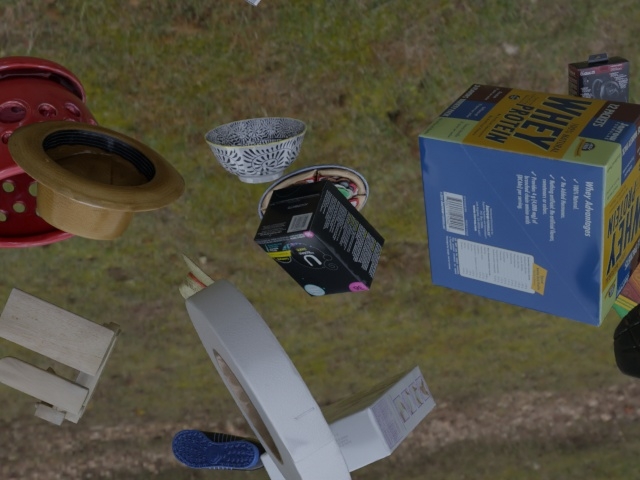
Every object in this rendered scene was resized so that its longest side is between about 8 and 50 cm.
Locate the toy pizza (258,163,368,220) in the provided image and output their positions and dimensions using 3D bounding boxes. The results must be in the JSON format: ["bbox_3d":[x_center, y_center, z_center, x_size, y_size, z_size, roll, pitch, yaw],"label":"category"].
[{"bbox_3d":[-0.010,-0.063,1.672,0.201,0.032,0.201,-10,147,-7],"label":"toy pizza"}]

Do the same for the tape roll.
[{"bbox_3d":[-0.083,0.239,1.458,0.072,0.392,0.392,-30,141,-13],"label":"tape roll"}]

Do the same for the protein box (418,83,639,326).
[{"bbox_3d":[0.233,-0.043,1.024,0.201,0.136,0.200,14,130,32],"label":"protein box"}]

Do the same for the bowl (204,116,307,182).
[{"bbox_3d":[-0.102,-0.143,1.545,0.170,0.170,0.080,-9,112,-9],"label":"bowl"}]

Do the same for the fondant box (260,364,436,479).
[{"bbox_3d":[0.063,0.359,1.794,0.238,0.096,0.330,-28,176,21],"label":"fondant box"}]

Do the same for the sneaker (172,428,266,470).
[{"bbox_3d":[-0.205,0.448,1.990,0.232,0.081,0.090,2,166,34],"label":"sneaker"}]

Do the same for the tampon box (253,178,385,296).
[{"bbox_3d":[0.000,0.000,1.465,0.120,0.101,0.161,-10,138,39],"label":"tampon box"}]

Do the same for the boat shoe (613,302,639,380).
[{"bbox_3d":[0.516,0.112,1.144,0.120,0.123,0.324,23,150,-31],"label":"boat shoe"}]

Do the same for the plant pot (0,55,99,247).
[{"bbox_3d":[-0.345,-0.109,1.102,0.191,0.174,0.191,-16,159,-6],"label":"plant pot"}]

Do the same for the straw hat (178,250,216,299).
[{"bbox_3d":[-0.218,0.089,1.700,0.061,0.144,0.144,-49,136,-4],"label":"straw hat"}]

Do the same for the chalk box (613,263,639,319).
[{"bbox_3d":[0.513,-0.032,1.540,0.180,0.289,0.179,-39,178,32],"label":"chalk box"}]

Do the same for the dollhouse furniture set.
[{"bbox_3d":[-0.324,0.136,1.137,0.123,0.151,0.144,25,93,-6],"label":"dollhouse furniture set"}]

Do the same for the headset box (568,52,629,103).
[{"bbox_3d":[0.319,-0.173,1.082,0.062,0.032,0.083,-10,114,-5],"label":"headset box"}]

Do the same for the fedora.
[{"bbox_3d":[-0.234,-0.055,0.963,0.194,0.194,0.079,11,114,-28],"label":"fedora"}]

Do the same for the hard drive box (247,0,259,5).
[{"bbox_3d":[-0.057,-0.469,1.282,0.089,0.181,0.232,28,129,-25],"label":"hard drive box"}]
